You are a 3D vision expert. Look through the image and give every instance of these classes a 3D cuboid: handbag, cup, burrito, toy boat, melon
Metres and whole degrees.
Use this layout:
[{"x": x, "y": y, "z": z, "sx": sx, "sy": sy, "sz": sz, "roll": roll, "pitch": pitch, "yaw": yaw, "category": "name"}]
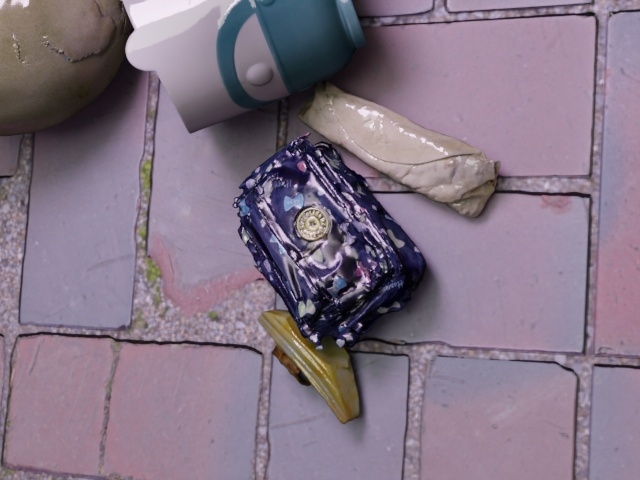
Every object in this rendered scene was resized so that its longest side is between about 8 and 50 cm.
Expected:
[{"x": 0.000, "y": 0.000, "z": 1.544, "sx": 0.162, "sy": 0.113, "sz": 0.260, "roll": -43, "pitch": 65, "yaw": 20, "category": "handbag"}, {"x": -0.101, "y": -0.289, "z": 1.566, "sx": 0.257, "sy": 0.219, "sz": 0.290, "roll": -20, "pitch": 49, "yaw": 4, "category": "cup"}, {"x": 0.085, "y": -0.119, "z": 1.548, "sx": 0.275, "sy": 0.059, "sz": 0.082, "roll": 31, "pitch": 109, "yaw": 25, "category": "burrito"}, {"x": -0.011, "y": 0.145, "z": 1.560, "sx": 0.172, "sy": 0.065, "sz": 0.066, "roll": 47, "pitch": 126, "yaw": 23, "category": "toy boat"}, {"x": -0.399, "y": -0.271, "z": 1.681, "sx": 0.330, "sy": 0.268, "sz": 0.268, "roll": -17, "pitch": 76, "yaw": 0, "category": "melon"}]
